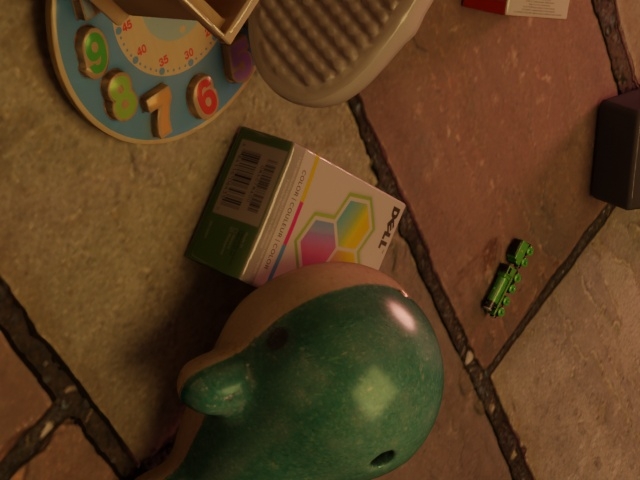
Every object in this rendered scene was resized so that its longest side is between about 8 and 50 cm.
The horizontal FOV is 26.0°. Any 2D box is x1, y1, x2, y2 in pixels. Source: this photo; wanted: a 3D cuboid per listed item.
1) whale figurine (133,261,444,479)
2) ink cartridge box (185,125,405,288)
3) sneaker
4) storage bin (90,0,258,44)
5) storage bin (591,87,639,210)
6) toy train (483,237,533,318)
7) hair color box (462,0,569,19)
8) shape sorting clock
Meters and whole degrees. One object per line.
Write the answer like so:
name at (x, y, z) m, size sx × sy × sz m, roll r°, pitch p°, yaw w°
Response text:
whale figurine at (-0.024, 0.145, 1.019) m, size 0.272 × 0.141 × 0.216 m, roll -45°, pitch 144°, yaw 9°
ink cartridge box at (0.000, 0.000, 1.086) m, size 0.209 × 0.062 × 0.109 m, roll 27°, pitch 85°, yaw -50°
sneaker at (0.070, -0.245, 1.000) m, size 0.366 × 0.135 × 0.150 m, roll -66°, pitch 154°, yaw -9°
storage bin at (-0.098, -0.297, 0.777) m, size 0.260 × 0.123 × 0.262 m, roll 42°, pitch 73°, yaw -36°
storage bin at (0.335, -0.091, 1.412) m, size 0.091 × 0.098 × 0.135 m, roll -15°, pitch 116°, yaw -33°
toy train at (0.181, 0.036, 1.342) m, size 0.024 × 0.017 × 0.083 m, roll 34°, pitch 79°, yaw -40°
hair color box at (0.181, -0.277, 1.185) m, size 0.093 × 0.053 × 0.167 m, roll -5°, pitch 111°, yaw -45°
shape sorting clock at (-0.097, -0.163, 0.926) m, size 0.206 × 0.040 × 0.206 m, roll -21°, pitch 120°, yaw -42°
